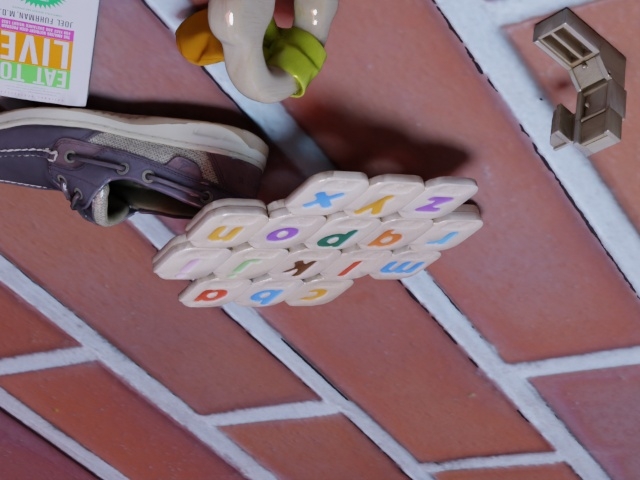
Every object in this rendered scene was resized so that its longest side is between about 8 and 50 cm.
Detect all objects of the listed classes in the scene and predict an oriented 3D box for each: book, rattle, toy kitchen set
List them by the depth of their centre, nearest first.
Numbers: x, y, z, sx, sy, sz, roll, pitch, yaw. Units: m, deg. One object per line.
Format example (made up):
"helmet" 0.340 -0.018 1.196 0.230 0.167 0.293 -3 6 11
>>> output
"rattle" -0.076 -0.185 1.011 0.142 0.130 0.199 37 -171 25
"toy kitchen set" 0.185 -0.114 1.072 0.075 0.083 0.068 33 141 -29
"book" -0.236 -0.172 1.166 0.096 0.035 0.144 11 146 -7

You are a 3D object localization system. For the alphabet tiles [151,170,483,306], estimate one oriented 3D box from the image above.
"alphabet tiles" 0.000 0.000 1.256 0.284 0.021 0.278 1 155 -32

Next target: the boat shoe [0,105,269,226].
"boat shoe" -0.189 -0.059 1.251 0.285 0.092 0.103 4 160 11
